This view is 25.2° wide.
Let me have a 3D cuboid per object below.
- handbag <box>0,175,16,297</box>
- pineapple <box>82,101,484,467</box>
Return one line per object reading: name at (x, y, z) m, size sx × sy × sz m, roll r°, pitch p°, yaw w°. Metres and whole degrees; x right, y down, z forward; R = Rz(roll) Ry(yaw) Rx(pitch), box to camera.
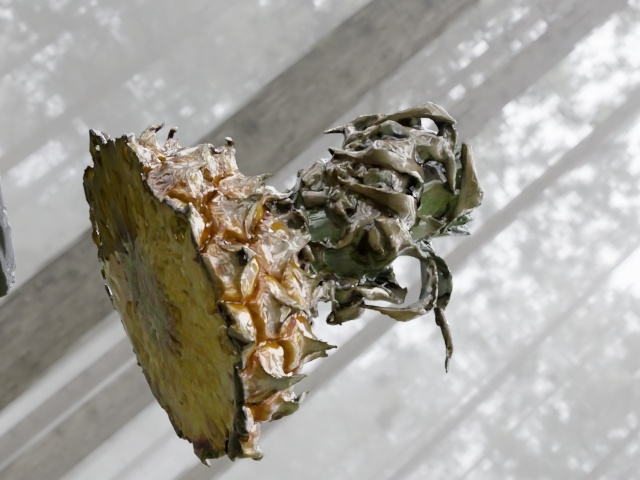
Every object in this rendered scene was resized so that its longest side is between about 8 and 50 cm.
handbag at (-0.432, -0.024, 1.319) m, size 0.088 × 0.275 × 0.244 m, roll 42°, pitch -36°, yaw 55°
pineapple at (0.000, 0.000, 1.046) m, size 0.262 × 0.271 × 0.262 m, roll 46°, pitch -33°, yaw 42°
